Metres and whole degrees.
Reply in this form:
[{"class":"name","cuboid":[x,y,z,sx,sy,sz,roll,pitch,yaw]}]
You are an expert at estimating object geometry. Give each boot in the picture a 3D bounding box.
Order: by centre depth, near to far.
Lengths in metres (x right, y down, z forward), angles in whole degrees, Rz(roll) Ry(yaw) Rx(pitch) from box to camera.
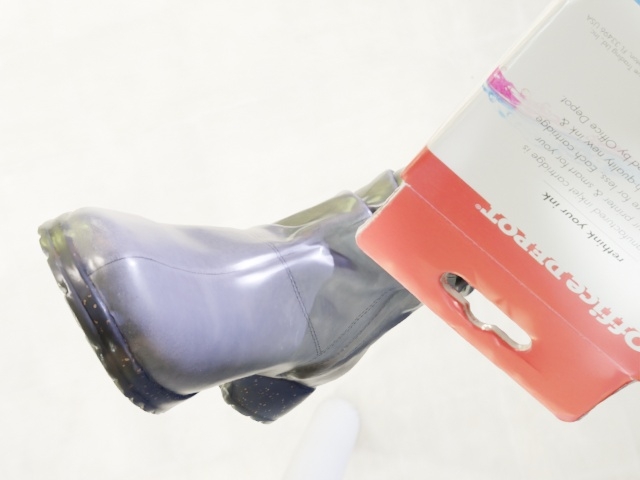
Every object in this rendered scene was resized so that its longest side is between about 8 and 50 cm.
[{"class":"boot","cuboid":[0.000,0.000,0.894,0.222,0.338,0.118,-30,-104,12]}]

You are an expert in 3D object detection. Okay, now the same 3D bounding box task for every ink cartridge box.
[{"class":"ink cartridge box","cuboid":[0.129,-0.037,0.625,0.134,0.078,0.231,41,-44,-1]}]
